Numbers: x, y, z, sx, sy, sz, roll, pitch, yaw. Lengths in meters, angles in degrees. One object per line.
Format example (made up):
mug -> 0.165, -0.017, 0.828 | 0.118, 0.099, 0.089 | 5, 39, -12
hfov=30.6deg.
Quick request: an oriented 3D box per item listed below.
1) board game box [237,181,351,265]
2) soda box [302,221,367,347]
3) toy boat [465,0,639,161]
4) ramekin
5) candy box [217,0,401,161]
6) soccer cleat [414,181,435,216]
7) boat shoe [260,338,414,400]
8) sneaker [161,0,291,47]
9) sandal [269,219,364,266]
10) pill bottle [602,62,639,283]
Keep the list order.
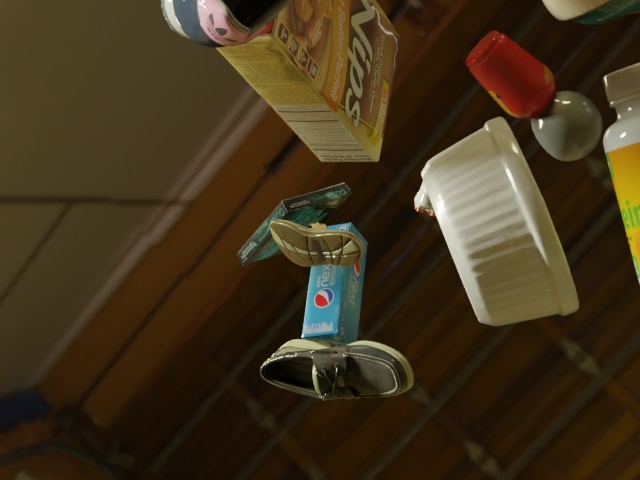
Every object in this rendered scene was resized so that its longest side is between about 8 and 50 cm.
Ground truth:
board game box -> -0.043, -0.025, 1.859 | 0.126, 0.026, 0.186 | -18, -17, -34
soda box -> 0.025, 0.079, 1.922 | 0.071, 0.067, 0.210 | 49, -139, -48
toy boat -> 0.278, -0.233, 1.130 | 0.318, 0.148, 0.267 | -53, 13, -10
ramekin -> 0.226, -0.013, 1.516 | 0.127, 0.273, 0.273 | -22, -14, 7
candy box -> -0.007, -0.238, 1.380 | 0.316, 0.087, 0.183 | 42, -125, -57
soccer cleat -> 0.224, -0.090, 2.326 | 0.196, 0.068, 0.076 | -26, -47, -84
boat shoe -> 0.016, 0.174, 1.504 | 0.073, 0.223, 0.080 | -30, -67, -44
sneaker -> -0.010, -0.304, 1.093 | 0.112, 0.131, 0.319 | 39, -93, -32
sandal -> 0.000, 0.000, 1.735 | 0.049, 0.180, 0.072 | -39, -58, -40
pill bottle -> 0.393, -0.077, 1.300 | 0.136, 0.246, 0.136 | -14, -2, 0
